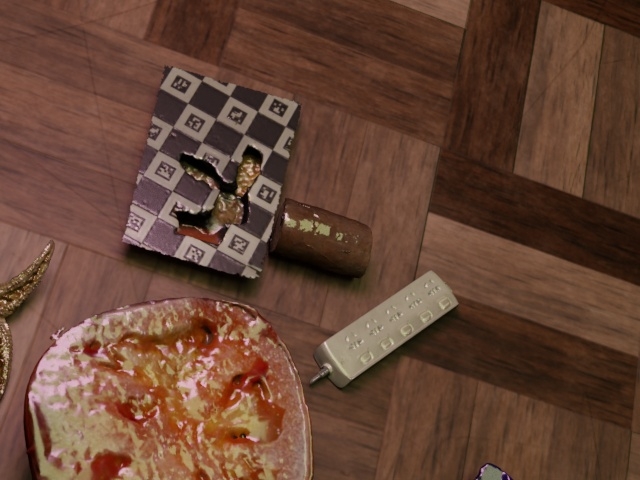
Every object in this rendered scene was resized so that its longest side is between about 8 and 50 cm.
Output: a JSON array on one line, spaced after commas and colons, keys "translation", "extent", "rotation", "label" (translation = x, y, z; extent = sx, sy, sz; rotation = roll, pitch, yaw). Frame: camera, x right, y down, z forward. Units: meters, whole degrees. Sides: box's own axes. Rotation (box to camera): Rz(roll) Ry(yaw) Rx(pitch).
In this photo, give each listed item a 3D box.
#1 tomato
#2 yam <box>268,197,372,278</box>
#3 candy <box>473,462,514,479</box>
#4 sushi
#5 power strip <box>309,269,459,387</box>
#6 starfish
[{"translation": [-0.177, 0.232, 1.439], "extent": [0.338, 0.143, 0.338], "rotation": [8, 66, -17], "label": "tomato"}, {"translation": [0.001, -0.003, 1.655], "extent": [0.127, 0.084, 0.084], "rotation": [15, 60, -12], "label": "yam"}, {"translation": [0.283, 0.395, 1.556], "extent": [0.275, 0.070, 0.145], "rotation": [32, 67, -3], "label": "candy"}, {"translation": [-0.141, -0.081, 1.670], "extent": [0.193, 0.043, 0.279], "rotation": [15, 60, -11], "label": "sushi"}, {"translation": [0.081, 0.116, 1.652], "extent": [0.253, 0.027, 0.060], "rotation": [-32, 77, -29], "label": "power strip"}, {"translation": [-0.400, 0.083, 1.493], "extent": [0.238, 0.057, 0.213], "rotation": [-32, 85, -25], "label": "starfish"}]
